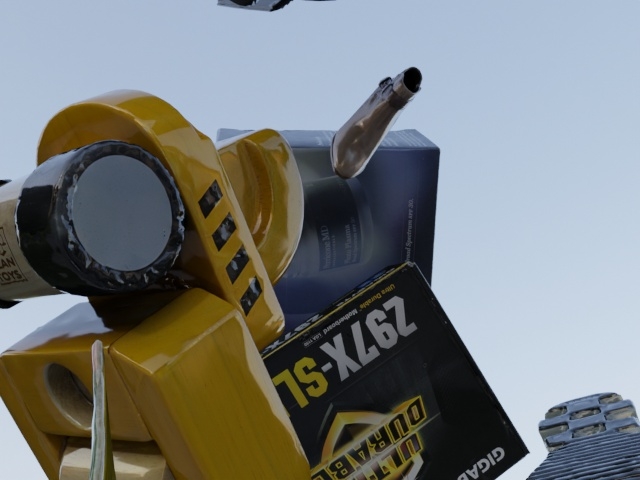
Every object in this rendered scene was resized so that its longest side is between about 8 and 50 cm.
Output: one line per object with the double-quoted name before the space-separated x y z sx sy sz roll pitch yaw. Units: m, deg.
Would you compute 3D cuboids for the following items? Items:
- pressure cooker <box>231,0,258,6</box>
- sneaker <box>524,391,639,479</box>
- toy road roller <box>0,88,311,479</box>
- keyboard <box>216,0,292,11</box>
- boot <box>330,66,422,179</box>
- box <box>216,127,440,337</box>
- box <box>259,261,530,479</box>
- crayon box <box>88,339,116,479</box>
"pressure cooker" -0.017 -0.418 0.718 0.370 0.375 0.420 -10 2 23
"sneaker" 0.252 0.240 0.700 0.123 0.146 0.330 -17 -2 21
"toy road roller" -0.107 0.049 0.617 0.203 0.241 0.329 -9 -72 42
"keyboard" -0.060 -0.322 1.067 0.100 0.192 0.038 -44 -57 -9
"boot" 0.056 -0.117 0.775 0.042 0.118 0.087 37 -49 -16
"box" 0.000 0.000 1.151 0.294 0.182 0.296 -1 -74 -4
"box" 0.028 0.212 0.885 0.322 0.257 0.079 -32 2 -15
"crayon box" -0.097 0.209 0.202 0.081 0.318 0.202 1 -46 -8
